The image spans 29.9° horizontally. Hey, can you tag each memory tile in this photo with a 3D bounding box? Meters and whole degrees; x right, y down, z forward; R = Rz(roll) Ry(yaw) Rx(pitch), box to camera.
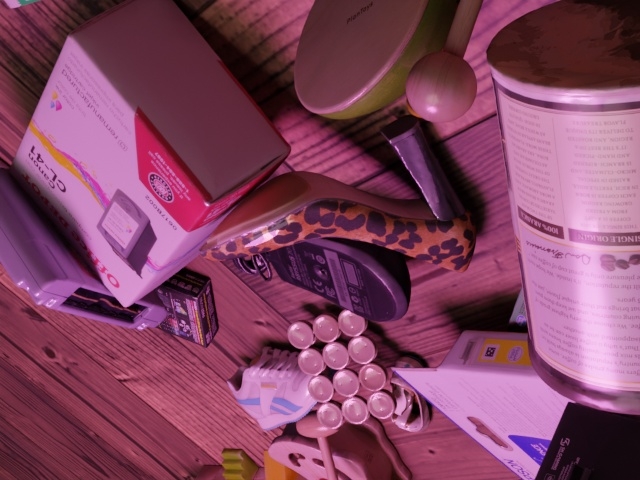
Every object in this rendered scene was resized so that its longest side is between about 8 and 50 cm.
[{"bbox_3d":[0.028,0.160,1.501,0.113,0.012,0.148,-18,94,27],"label":"memory tile"}]

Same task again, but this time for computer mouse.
[{"bbox_3d":[0.000,0.000,1.357,0.272,0.072,0.188,25,146,30],"label":"computer mouse"}]

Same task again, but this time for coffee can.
[{"bbox_3d":[0.247,-0.034,0.931,0.202,0.201,0.275,7,124,32],"label":"coffee can"}]

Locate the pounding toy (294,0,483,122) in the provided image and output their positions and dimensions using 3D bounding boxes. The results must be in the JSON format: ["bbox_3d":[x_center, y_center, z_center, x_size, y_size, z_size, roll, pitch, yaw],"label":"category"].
[{"bbox_3d":[0.087,-0.165,0.981,0.110,0.183,0.237,25,174,-30],"label":"pounding toy"}]

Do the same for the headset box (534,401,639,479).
[{"bbox_3d":[0.283,0.317,1.214,0.110,0.218,0.293,14,155,33],"label":"headset box"}]

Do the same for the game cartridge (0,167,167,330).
[{"bbox_3d":[-0.308,0.009,1.453,0.196,0.060,0.294,48,-174,20],"label":"game cartridge"}]

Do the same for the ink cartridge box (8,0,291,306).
[{"bbox_3d":[-0.194,-0.089,1.293,0.226,0.131,0.306,49,145,2],"label":"ink cartridge box"}]

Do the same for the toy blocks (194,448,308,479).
[{"bbox_3d":[-0.131,0.497,1.916,0.381,0.261,0.190,-8,130,44],"label":"toy blocks"}]

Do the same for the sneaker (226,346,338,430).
[{"bbox_3d":[-0.049,0.188,1.616,0.092,0.087,0.229,46,141,-7],"label":"sneaker"}]

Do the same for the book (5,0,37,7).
[{"bbox_3d":[-0.340,-0.313,1.256,0.096,0.035,0.144,-2,136,45],"label":"book"}]

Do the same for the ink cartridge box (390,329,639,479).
[{"bbox_3d":[0.284,0.203,1.338,0.307,0.072,0.303,2,148,50],"label":"ink cartridge box"}]

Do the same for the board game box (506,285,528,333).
[{"bbox_3d":[0.314,0.032,1.159,0.214,0.046,0.317,23,145,11],"label":"board game box"}]

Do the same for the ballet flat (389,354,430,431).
[{"bbox_3d":[0.108,0.211,1.547,0.057,0.052,0.168,16,144,22],"label":"ballet flat"}]

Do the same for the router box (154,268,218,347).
[{"bbox_3d":[-0.192,0.086,1.638,0.092,0.038,0.122,21,145,17],"label":"router box"}]

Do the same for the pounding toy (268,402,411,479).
[{"bbox_3d":[0.005,0.328,1.684,0.154,0.155,0.269,-1,136,34],"label":"pounding toy"}]

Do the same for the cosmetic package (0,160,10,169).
[{"bbox_3d":[-0.551,-0.062,1.648,0.225,0.138,0.224,39,146,-13],"label":"cosmetic package"}]

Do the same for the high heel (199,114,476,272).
[{"bbox_3d":[0.025,0.008,1.223,0.261,0.093,0.186,-27,119,7],"label":"high heel"}]
